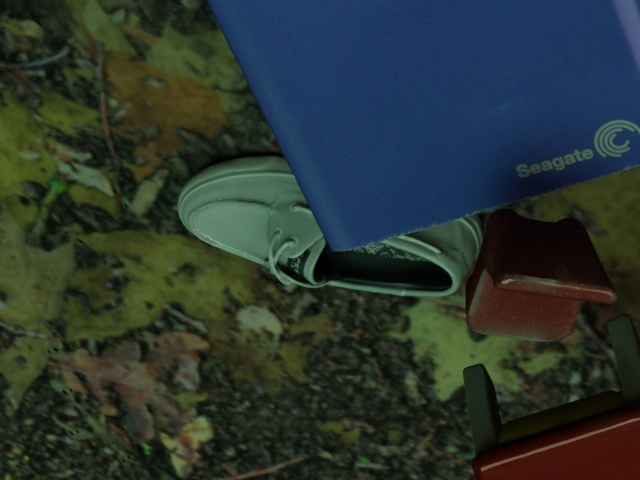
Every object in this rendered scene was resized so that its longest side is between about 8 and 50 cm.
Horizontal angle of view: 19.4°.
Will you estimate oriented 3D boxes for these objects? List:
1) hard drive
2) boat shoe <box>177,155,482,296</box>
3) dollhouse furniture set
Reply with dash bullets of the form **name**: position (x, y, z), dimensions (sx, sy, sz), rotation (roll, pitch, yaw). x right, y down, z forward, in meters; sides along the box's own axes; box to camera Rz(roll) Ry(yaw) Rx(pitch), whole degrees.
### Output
- **hard drive**: position (0.042, -0.152, 0.945), dimensions (0.210, 0.040, 0.319), rotation (-16, 123, 16)
- **boat shoe**: position (0.000, 0.000, 1.098), dimensions (0.184, 0.063, 0.066), rotation (12, 132, 9)
- **dollhouse furniture set**: position (0.237, 0.037, 0.914), dimensions (0.374, 0.152, 0.201), rotation (-20, 126, 12)
